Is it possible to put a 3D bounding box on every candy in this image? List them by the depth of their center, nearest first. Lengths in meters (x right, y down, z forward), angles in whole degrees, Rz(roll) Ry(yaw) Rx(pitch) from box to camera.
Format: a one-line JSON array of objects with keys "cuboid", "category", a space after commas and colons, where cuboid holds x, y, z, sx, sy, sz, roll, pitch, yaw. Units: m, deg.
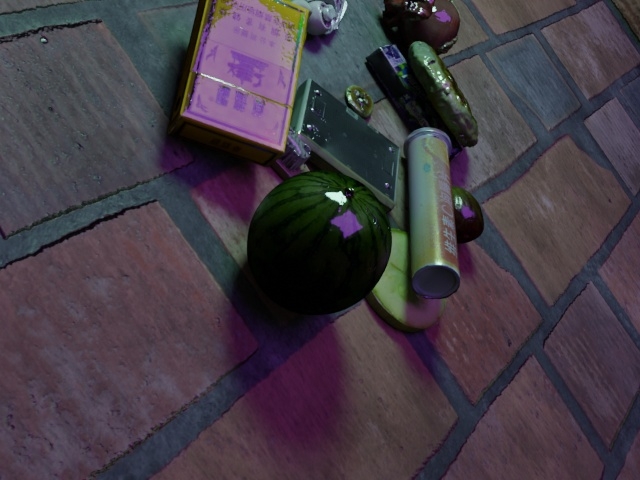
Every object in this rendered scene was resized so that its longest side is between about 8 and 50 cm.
[{"cuboid": [0.223, -0.320, 1.910, 0.312, 0.061, 0.088, 56, 37, 1], "category": "candy"}]

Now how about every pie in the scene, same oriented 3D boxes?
[{"cuboid": [0.088, -0.309, 1.800, 0.084, 0.021, 0.084, 25, 47, -31], "category": "pie"}, {"cuboid": [0.296, -0.348, 1.923, 0.306, 0.071, 0.306, 50, 19, -24], "category": "pie"}]

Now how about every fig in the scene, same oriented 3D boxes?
[{"cuboid": [0.299, -0.069, 1.790, 0.109, 0.103, 0.155, 66, 8, -51], "category": "fig"}]

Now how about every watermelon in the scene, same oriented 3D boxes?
[{"cuboid": [-0.002, 0.003, 1.327, 0.242, 0.242, 0.243, 25, 49, -31], "category": "watermelon"}]

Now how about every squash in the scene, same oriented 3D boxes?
[{"cuboid": [0.160, 0.076, 1.594, 0.219, 0.041, 0.219, 25, 48, -31], "category": "squash"}]

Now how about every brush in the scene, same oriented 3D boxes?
[{"cuboid": [-0.021, -0.122, 1.536, 0.327, 0.065, 0.070, 48, 38, -10], "category": "brush"}]

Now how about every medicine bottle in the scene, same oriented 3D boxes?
[{"cuboid": [0.228, -0.063, 1.661, 0.108, 0.108, 0.426, 33, 37, -25], "category": "medicine bottle"}]

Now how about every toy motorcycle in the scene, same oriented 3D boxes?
[{"cuboid": [0.019, -0.538, 1.844, 0.112, 0.112, 0.254, 40, 43, -18], "category": "toy motorcycle"}]

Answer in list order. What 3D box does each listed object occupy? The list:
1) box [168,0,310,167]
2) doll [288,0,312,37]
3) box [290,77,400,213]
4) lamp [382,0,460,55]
[{"cuboid": [-0.140, -0.302, 1.438, 0.192, 0.084, 0.302, 17, 68, -20], "category": "box"}, {"cuboid": [-0.120, -0.468, 1.633, 0.252, 0.111, 0.237, -7, 71, -48], "category": "doll"}, {"cuboid": [0.055, -0.196, 1.668, 0.270, 0.045, 0.211, 35, 42, -24], "category": "box"}, {"cuboid": [0.260, -0.532, 2.006, 0.223, 0.215, 0.151, 0, 96, -24], "category": "lamp"}]
